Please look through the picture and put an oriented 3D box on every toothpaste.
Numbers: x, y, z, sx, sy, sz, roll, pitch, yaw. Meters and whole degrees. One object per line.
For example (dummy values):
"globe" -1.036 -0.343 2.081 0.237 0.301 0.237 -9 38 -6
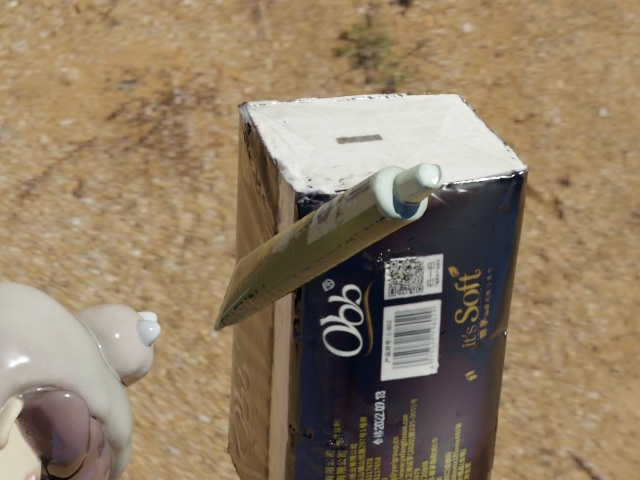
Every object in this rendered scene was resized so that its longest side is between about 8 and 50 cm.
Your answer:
"toothpaste" 0.000 0.000 0.884 0.031 0.204 0.049 32 54 -22

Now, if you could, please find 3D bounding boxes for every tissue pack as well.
"tissue pack" 0.039 0.069 1.357 0.210 0.198 0.370 -3 119 -13

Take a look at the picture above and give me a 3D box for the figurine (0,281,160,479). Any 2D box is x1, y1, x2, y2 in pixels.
"figurine" -0.275 0.157 1.140 0.248 0.380 0.203 -42 88 28
